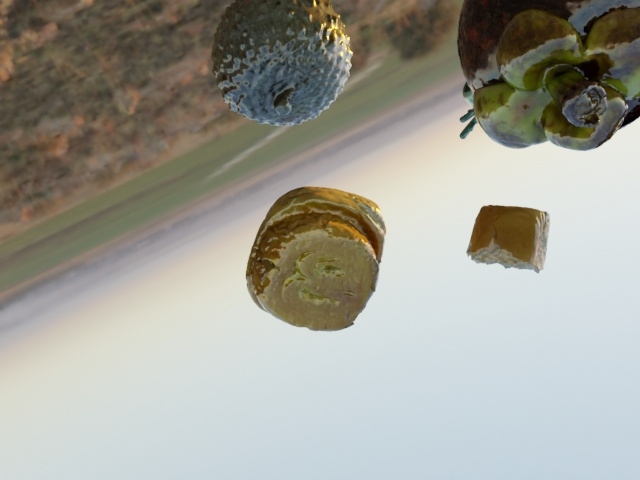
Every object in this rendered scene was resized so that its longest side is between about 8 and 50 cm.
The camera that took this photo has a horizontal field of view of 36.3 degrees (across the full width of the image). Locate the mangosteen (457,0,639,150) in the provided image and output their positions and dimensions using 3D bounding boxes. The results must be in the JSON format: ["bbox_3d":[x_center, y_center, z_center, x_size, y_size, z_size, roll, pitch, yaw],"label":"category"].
[{"bbox_3d":[0.203,-0.159,0.807,0.192,0.192,0.217,-25,-158,31],"label":"mangosteen"}]

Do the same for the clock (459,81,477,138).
[{"bbox_3d":[0.266,-0.235,1.393,0.211,0.066,0.159,-47,-169,22],"label":"clock"}]

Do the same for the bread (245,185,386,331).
[{"bbox_3d":[-0.008,0.032,1.475,0.198,0.236,0.120,13,-152,-14],"label":"bread"}]

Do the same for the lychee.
[{"bbox_3d":[-0.072,-0.340,1.769,0.255,0.274,0.255,-8,145,-5],"label":"lychee"}]

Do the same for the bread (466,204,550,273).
[{"bbox_3d":[0.304,-0.005,1.580,0.125,0.106,0.082,9,-174,17],"label":"bread"}]
